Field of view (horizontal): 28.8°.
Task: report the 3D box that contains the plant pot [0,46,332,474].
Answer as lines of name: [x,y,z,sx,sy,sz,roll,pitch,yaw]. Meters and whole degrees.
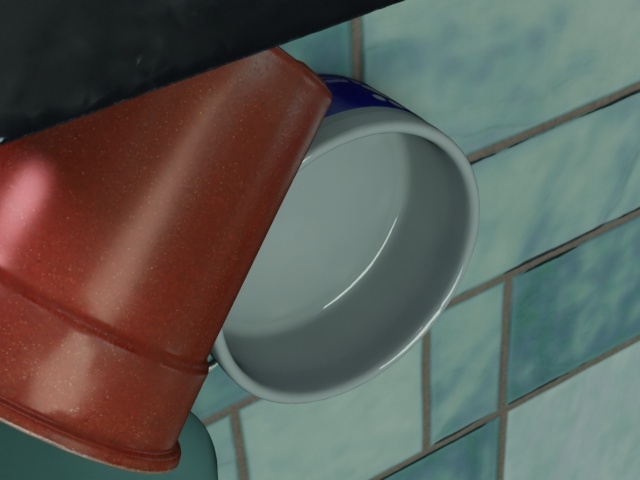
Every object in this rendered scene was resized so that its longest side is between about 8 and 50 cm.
plant pot: [-0.142,-0.034,0.810,0.272,0.272,0.265,30,91,-46]

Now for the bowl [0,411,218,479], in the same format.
bowl: [-0.204,0.283,1.010,0.311,0.163,0.312,-16,133,-18]

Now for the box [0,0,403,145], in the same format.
box: [-0.124,-0.223,0.646,0.296,0.294,0.183,-24,130,-24]

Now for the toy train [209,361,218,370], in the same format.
toy train: [-0.149,0.117,1.053,0.166,0.046,0.125,28,101,-46]

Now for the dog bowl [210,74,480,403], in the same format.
dog bowl: [0.000,0.000,1.042,0.264,0.104,0.265,-20,130,-26]
